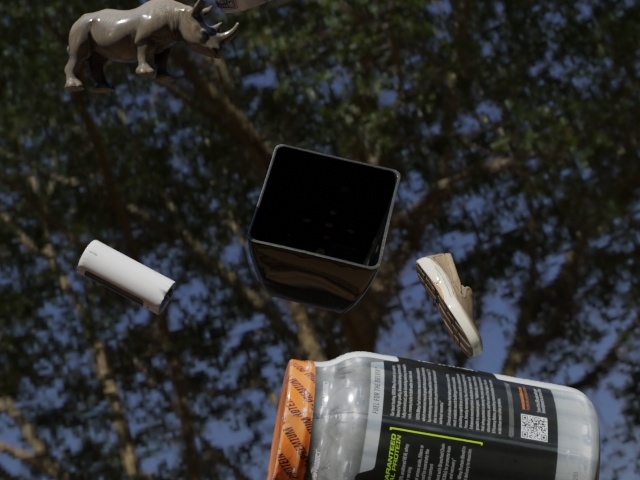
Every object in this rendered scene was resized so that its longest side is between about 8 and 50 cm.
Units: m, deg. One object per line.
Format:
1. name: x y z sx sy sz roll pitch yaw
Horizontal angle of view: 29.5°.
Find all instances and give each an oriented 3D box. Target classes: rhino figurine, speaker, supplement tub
1. rhino figurine: -0.224 -0.264 1.606 0.243 0.106 0.073 -8 -6 12
2. speaker: -0.277 0.053 1.745 0.136 0.055 0.055 28 -35 4
3. supplement tub: 0.110 0.222 1.250 0.316 0.194 0.193 11 -33 -4

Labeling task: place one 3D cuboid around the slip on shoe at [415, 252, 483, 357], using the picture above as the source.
1. slip on shoe: 0.148 0.066 1.312 0.041 0.135 0.051 -20 -44 -10

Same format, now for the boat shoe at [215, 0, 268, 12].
1. boat shoe: -0.021 -0.384 1.493 0.306 0.113 0.105 -32 -60 -28

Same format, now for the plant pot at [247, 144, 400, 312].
1. plant pot: 0.000 0.000 1.777 0.187 0.188 0.167 13 -39 3
